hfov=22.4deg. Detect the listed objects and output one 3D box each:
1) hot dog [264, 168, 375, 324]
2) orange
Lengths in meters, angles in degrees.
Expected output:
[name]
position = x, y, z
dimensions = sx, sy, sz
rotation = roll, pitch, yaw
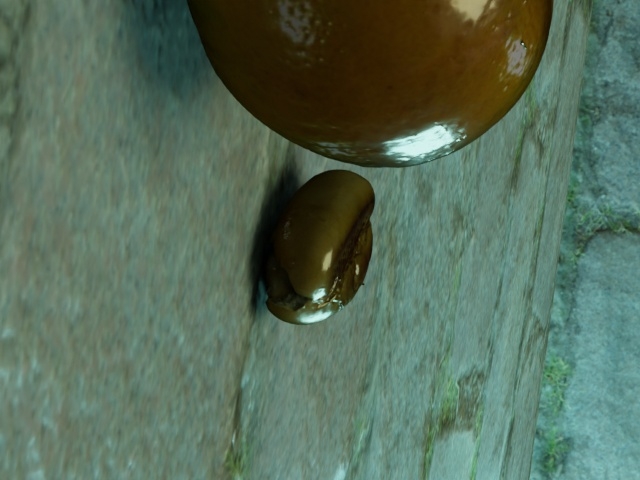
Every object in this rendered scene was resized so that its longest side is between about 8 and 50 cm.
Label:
[hot dog]
position = 0.000, -0.002, 1.023
dimensions = 0.140, 0.060, 0.089
rotation = -55, 154, -49
[orange]
position = 0.022, -0.149, 0.780
dimensions = 0.240, 0.171, 0.240
rotation = -7, 90, -73
